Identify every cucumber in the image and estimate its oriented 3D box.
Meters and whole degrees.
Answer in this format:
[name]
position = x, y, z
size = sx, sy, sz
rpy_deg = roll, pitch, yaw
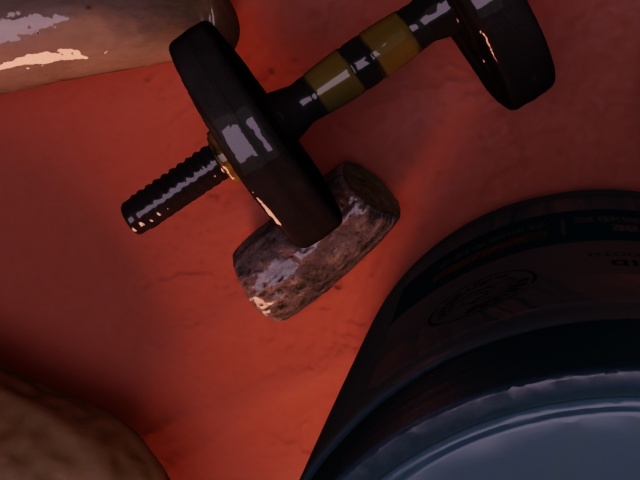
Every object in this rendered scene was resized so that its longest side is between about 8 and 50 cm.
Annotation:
[cucumber]
position = -0.002, 0.001, 0.753
size = 0.112, 0.064, 0.064
rpy_deg = -38, 96, 14

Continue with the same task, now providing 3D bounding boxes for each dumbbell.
[dumbbell]
position = 0.023, -0.101, 0.664
size = 0.325, 0.143, 0.143
rpy_deg = -33, 97, 5

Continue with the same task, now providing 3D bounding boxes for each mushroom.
[mushroom]
position = -0.188, -0.133, 0.722
size = 0.270, 0.118, 0.103
rpy_deg = 4, 104, 10

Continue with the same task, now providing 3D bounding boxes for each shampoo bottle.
[shampoo bottle]
position = 0.153, 0.162, 0.621
size = 0.331, 0.343, 0.331
rpy_deg = 2, 104, 10

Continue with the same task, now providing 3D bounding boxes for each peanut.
[peanut]
position = -0.251, 0.150, 0.792
size = 0.313, 0.152, 0.152
rpy_deg = 27, 108, 2
